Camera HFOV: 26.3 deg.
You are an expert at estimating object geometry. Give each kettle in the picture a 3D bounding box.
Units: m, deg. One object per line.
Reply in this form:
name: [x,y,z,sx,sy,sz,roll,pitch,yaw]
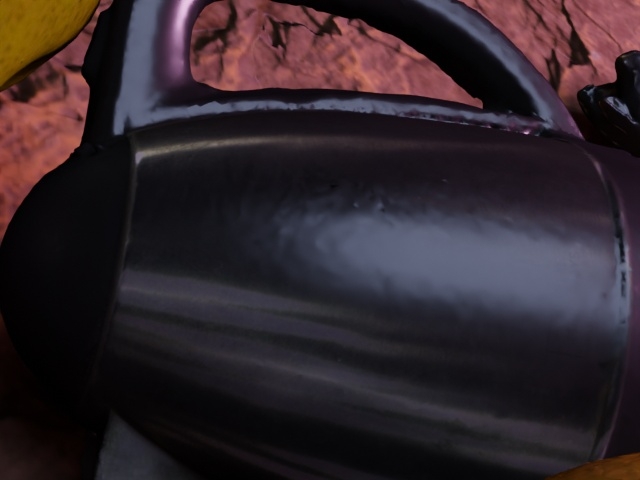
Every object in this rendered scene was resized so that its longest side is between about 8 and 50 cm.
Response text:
kettle: [0.001,0.013,0.594,0.271,0.250,0.207,10,18,-16]

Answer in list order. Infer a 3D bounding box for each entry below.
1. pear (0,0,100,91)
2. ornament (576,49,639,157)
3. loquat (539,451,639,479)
pear: [-0.224,-0.177,0.564,0.294,0.294,0.294,20,44,-20]
ornament: [0.296,-0.020,0.940,0.202,0.080,0.236,7,50,-35]
loquat: [0.126,0.205,0.480,0.263,0.263,0.263,20,44,-20]
